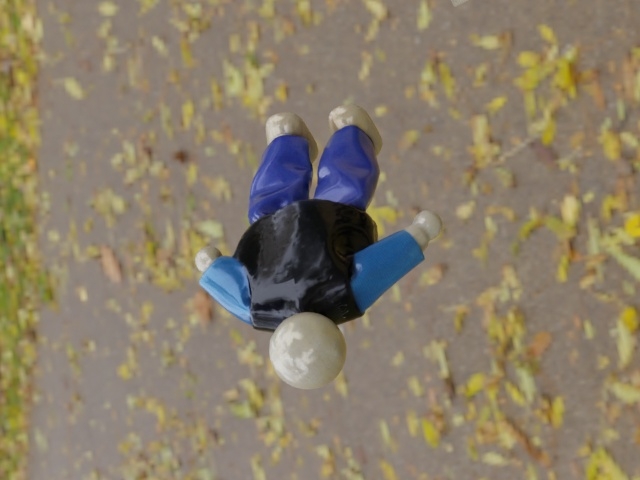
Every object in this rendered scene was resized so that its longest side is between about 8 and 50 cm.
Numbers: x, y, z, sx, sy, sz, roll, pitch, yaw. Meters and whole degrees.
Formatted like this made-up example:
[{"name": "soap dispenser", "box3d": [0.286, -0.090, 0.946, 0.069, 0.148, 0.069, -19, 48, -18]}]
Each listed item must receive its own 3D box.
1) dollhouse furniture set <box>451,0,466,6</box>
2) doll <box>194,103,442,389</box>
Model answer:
[{"name": "dollhouse furniture set", "box3d": [0.205, -0.212, 0.777, 0.135, 0.262, 0.259, 66, 169, -4]}, {"name": "doll", "box3d": [0.000, 0.000, 0.749, 0.189, 0.129, 0.046, -83, -16, -49]}]
